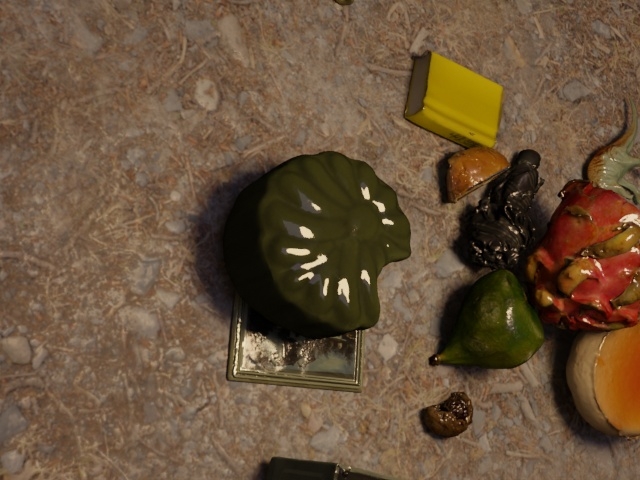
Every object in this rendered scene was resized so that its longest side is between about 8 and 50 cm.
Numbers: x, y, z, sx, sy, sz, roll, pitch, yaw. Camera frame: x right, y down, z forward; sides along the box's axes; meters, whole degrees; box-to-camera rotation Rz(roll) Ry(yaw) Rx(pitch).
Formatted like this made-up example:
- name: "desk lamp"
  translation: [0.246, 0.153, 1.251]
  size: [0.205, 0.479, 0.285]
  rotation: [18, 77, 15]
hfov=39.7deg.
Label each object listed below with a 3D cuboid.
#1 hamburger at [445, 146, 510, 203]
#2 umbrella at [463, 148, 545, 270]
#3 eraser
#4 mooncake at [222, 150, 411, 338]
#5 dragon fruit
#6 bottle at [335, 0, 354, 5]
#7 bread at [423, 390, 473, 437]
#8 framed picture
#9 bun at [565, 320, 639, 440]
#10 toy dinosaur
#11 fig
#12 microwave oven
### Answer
- name: "hamburger"
  translation: [0.329, -0.160, 1.925]
  size: [0.176, 0.087, 0.102]
  rotation: [-31, 96, -20]
- name: "umbrella"
  translation: [0.430, -0.079, 1.945]
  size: [0.336, 0.154, 0.128]
  rotation: [-50, 147, -28]
- name: "eraser"
  translation: [0.299, -0.304, 1.953]
  size: [0.226, 0.069, 0.157]
  rotation: [19, 69, -27]
- name: "mooncake"
  translation: [0.000, 0.000, 1.631]
  size: [0.351, 0.187, 0.351]
  rotation: [9, 72, -29]
- name: "dragon fruit"
  translation: [0.554, 0.064, 1.851]
  size: [0.263, 0.314, 0.296]
  rotation: [-34, 127, -7]
- name: "bottle"
  translation: [0.060, -0.549, 1.868]
  size: [0.063, 0.047, 0.101]
  rotation: [32, 64, -33]
- name: "bread"
  translation: [0.270, 0.360, 1.811]
  size: [0.113, 0.060, 0.082]
  rotation: [-23, 90, -34]
- name: "framed picture"
  translation: [-0.034, 0.164, 1.688]
  size: [0.296, 0.019, 0.232]
  rotation: [10, 76, -29]
- name: "bun"
  translation: [0.670, 0.297, 2.005]
  size: [0.299, 0.165, 0.298]
  rotation: [1, 88, -23]
- name: "toy dinosaur"
  translation: [0.752, -0.191, 2.198]
  size: [0.206, 0.092, 0.392]
  rotation: [21, 79, -20]
- name: "fig"
  translation: [0.336, 0.190, 1.848]
  size: [0.203, 0.235, 0.203]
  rotation: [52, 17, -23]
- name: "microwave oven"
  translation: [0.068, 0.501, 1.560]
  size: [0.295, 0.238, 0.181]
  rotation: [22, 71, -31]
